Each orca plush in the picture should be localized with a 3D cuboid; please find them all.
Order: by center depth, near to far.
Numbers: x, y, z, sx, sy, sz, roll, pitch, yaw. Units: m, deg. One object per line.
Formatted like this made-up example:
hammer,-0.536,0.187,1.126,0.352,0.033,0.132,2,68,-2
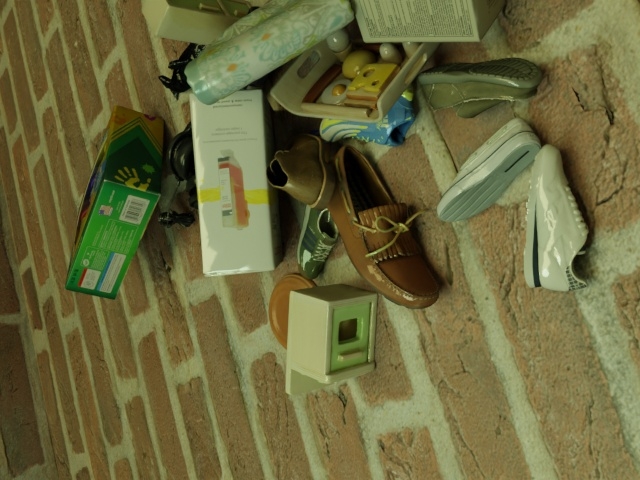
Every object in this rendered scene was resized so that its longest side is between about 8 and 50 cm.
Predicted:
orca plush,-0.384,-0.493,1.820,0.287,0.102,0.151,-9,87,48

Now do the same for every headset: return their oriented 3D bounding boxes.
headset,-0.303,-0.174,1.769,0.394,0.185,0.243,-44,65,23

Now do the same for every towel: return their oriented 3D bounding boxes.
towel,-0.106,-0.408,1.305,0.320,0.090,0.374,-30,24,8

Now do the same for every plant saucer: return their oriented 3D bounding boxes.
plant saucer,-0.064,0.180,1.579,0.199,0.037,0.200,6,97,48

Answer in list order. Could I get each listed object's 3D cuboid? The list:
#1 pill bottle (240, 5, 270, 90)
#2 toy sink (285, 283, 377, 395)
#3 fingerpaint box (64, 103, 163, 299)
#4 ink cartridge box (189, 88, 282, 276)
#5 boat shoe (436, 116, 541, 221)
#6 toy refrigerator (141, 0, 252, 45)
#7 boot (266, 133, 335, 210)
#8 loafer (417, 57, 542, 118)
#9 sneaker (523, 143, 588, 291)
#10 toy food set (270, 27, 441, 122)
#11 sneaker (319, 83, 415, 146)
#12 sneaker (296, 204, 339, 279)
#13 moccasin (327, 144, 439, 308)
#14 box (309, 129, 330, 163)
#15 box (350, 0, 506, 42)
pill bottle,-0.169,-0.439,1.576,0.123,0.122,0.219,55,129,29
toy sink,0.026,0.223,1.401,0.131,0.152,0.234,12,101,46
fingerpaint box,-0.619,-0.113,1.970,0.445,0.163,0.371,-56,30,35
ink cartridge box,-0.180,-0.122,1.493,0.279,0.160,0.385,-70,-23,-88
boat shoe,0.289,-0.121,1.151,0.226,0.083,0.076,-41,41,35
toy refrigerator,-0.275,-0.536,1.574,0.094,0.269,0.102,-52,56,36
boot,-0.056,-0.166,1.378,0.305,0.115,0.112,-113,44,-62
loafer,0.278,-0.261,1.143,0.251,0.094,0.088,21,134,54
sneaker,0.382,-0.037,1.054,0.094,0.090,0.235,2,96,30
toy food set,0.066,-0.341,1.261,0.306,0.092,0.220,17,64,46
sneaker,0.095,-0.230,1.330,0.240,0.091,0.126,-30,72,44
sneaker,0.000,0.000,1.471,0.086,0.064,0.192,16,102,51
moccasin,0.122,-0.033,1.298,0.147,0.139,0.380,-60,43,43
box,-0.016,-0.185,1.501,0.081,0.028,0.136,11,103,47
box,0.178,-0.434,1.123,0.232,0.127,0.149,12,144,35
